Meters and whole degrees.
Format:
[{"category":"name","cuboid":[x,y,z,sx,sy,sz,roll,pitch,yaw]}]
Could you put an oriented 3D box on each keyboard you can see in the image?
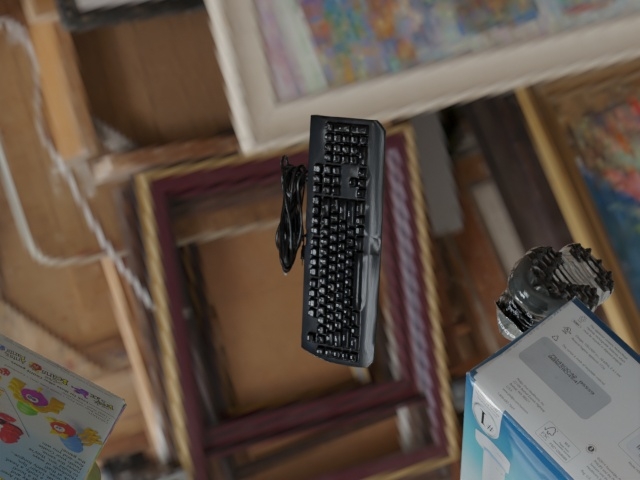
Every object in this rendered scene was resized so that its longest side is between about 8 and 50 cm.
[{"category":"keyboard","cuboid":[0.000,0.000,1.179,0.100,0.192,0.038,8,-171,40]}]

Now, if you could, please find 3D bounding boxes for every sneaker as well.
[{"category":"sneaker","cuboid":[0.206,0.061,1.430,0.106,0.078,0.234,-44,167,17]}]

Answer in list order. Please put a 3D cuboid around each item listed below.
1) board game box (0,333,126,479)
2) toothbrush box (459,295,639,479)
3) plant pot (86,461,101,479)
[{"category":"board game box","cuboid":[-0.279,0.210,1.240,0.142,0.144,0.275,-60,-177,20]},{"category":"toothbrush box","cuboid":[0.229,0.227,1.276,0.126,0.216,0.295,-32,146,-21]},{"category":"plant pot","cuboid":[-0.266,0.240,1.592,0.083,0.083,0.079,-22,154,4]}]
